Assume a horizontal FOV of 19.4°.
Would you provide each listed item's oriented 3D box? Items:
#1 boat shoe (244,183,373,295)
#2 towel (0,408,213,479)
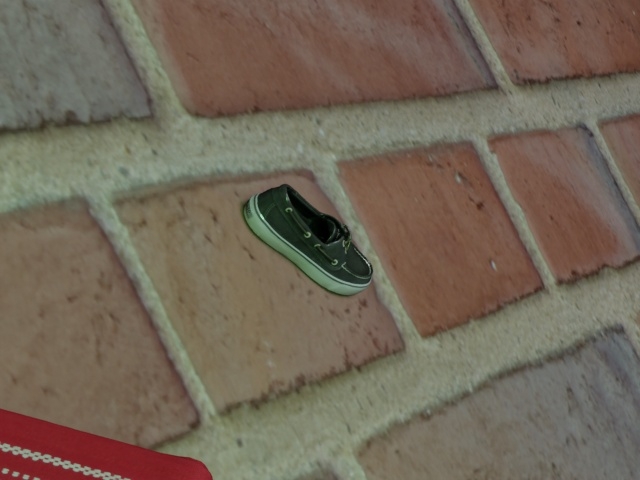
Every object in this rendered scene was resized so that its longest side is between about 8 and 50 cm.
[{"bbox_3d":[0.000,0.000,1.462,0.142,0.040,0.049,33,37,-41],"label":"boat shoe"},{"bbox_3d":[-0.170,0.166,0.852,0.199,0.031,0.275,15,33,2],"label":"towel"}]
